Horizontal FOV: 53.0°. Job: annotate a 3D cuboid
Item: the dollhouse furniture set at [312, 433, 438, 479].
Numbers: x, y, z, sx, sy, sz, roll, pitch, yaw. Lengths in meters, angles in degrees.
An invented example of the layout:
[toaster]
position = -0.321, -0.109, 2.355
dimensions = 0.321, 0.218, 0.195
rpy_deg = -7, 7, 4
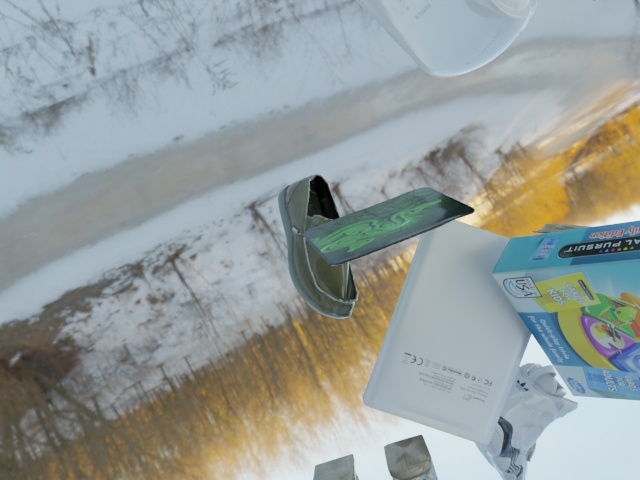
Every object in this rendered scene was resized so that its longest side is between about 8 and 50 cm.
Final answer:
[dollhouse furniture set]
position = 0.031, 0.331, 0.587
dimensions = 0.241, 0.212, 0.161
rpy_deg = -18, 178, 2

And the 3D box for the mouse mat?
[mouse mat]
position = 0.080, -0.023, 0.805
dimensions = 0.189, 0.007, 0.152
rpy_deg = -22, -160, -9

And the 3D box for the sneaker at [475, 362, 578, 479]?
[sneaker]
position = 0.435, 0.394, 1.362
dimensions = 0.210, 0.137, 0.366
rpy_deg = -35, 137, -3

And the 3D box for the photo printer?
[photo printer]
position = 0.185, -0.414, 1.048
dimensions = 0.107, 0.307, 0.256
rpy_deg = -49, -170, -20

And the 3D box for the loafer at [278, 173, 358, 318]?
[loafer]
position = 0.000, 0.000, 0.987
dimensions = 0.094, 0.251, 0.087
rpy_deg = 4, 144, -39

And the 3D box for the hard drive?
[hard drive]
position = 0.209, 0.134, 0.968
dimensions = 0.040, 0.202, 0.308
rpy_deg = -84, -167, -84

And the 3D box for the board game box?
[board game box]
position = 0.420, 0.093, 0.785
dimensions = 0.336, 0.254, 0.079
rpy_deg = -11, -146, 51

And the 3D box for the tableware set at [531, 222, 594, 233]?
[tableware set]
position = 0.435, -0.013, 1.047
dimensions = 0.141, 0.020, 0.168
rpy_deg = 5, -178, -5
